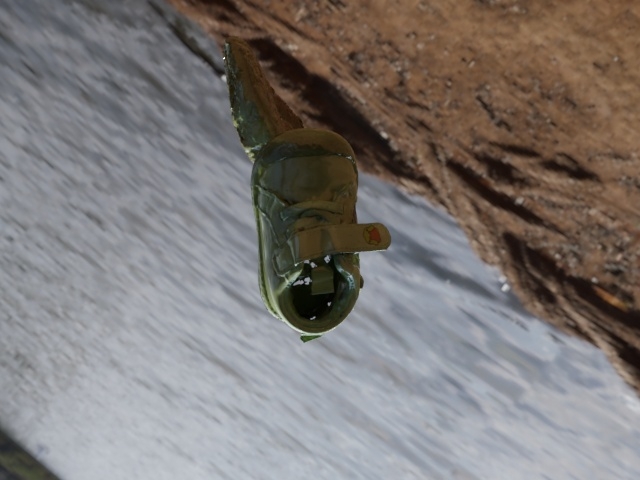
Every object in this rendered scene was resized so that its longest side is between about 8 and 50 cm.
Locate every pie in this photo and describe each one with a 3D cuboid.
[{"bbox_3d":[-0.082,-0.171,1.407,0.277,0.078,0.277,60,-171,-16],"label":"pie"}]

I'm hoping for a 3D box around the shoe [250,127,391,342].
[{"bbox_3d":[-0.002,-0.004,1.136,0.128,0.140,0.262,41,133,47],"label":"shoe"}]
